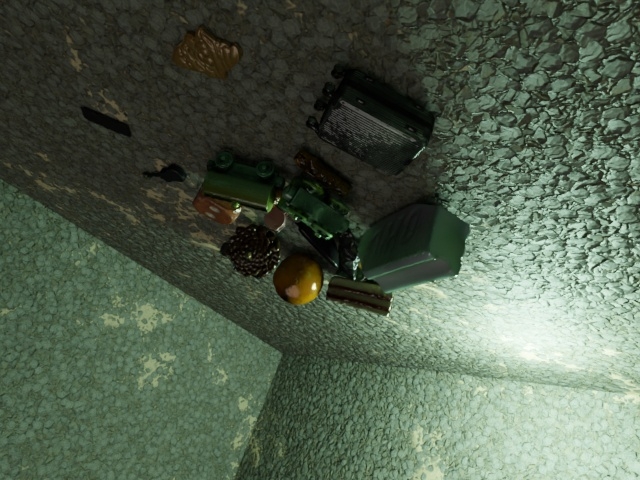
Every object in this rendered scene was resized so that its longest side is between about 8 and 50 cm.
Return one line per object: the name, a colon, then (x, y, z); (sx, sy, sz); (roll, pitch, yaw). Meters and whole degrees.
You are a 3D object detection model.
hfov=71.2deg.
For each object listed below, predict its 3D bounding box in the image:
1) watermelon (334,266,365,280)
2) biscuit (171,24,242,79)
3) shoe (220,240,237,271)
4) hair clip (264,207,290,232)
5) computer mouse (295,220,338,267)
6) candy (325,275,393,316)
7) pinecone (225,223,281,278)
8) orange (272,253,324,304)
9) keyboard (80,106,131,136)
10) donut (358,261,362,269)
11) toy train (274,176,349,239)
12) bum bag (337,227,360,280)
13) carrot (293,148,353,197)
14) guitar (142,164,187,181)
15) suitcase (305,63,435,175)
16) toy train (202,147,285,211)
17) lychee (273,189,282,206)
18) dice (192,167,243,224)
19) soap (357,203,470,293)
watermelon: (0.164, 0.152, 2.100); (0.139, 0.071, 0.187); (22, 171, -42)
biscuit: (-0.327, -0.521, 1.261); (0.250, 0.035, 0.162); (7, 145, 30)
shoe: (-0.436, 0.091, 2.322); (0.293, 0.149, 0.109); (-3, 145, 37)
hair clip: (-0.167, -0.113, 1.772); (0.123, 0.138, 0.102); (18, 148, 22)
computer mouse: (0.000, 0.000, 1.879); (0.264, 0.088, 0.147); (43, 173, 5)
candy: (0.193, 0.261, 2.141); (0.321, 0.135, 0.179); (14, 176, 16)
pinecone: (-0.299, 0.055, 2.061); (0.264, 0.264, 0.264); (17, 153, 9)
orange: (-0.106, 0.185, 2.150); (0.246, 0.246, 0.246); (17, 153, 9)
keyboard: (-0.837, -0.464, 1.746); (0.197, 0.015, 0.074); (22, 149, -2)
donut: (0.243, 0.099, 1.944); (0.152, 0.058, 0.152); (16, 152, 9)
toy train: (-0.024, -0.116, 1.612); (0.272, 0.159, 0.188); (32, -179, -20)
bum bag: (0.121, 0.057, 1.896); (0.144, 0.095, 0.340); (55, 163, 25)
carrot: (0.011, -0.225, 1.517); (0.229, 0.069, 0.069); (34, 151, -24)
guitar: (-0.691, -0.284, 1.941); (0.271, 0.038, 0.084); (1, 145, 34)
suitcase: (0.133, -0.312, 1.199); (0.312, 0.128, 0.202); (26, 153, -10)
toy train: (-0.285, -0.213, 1.612); (0.308, 0.189, 0.126); (15, 150, 9)
lychee: (-0.211, -0.177, 1.723); (0.140, 0.114, 0.101); (3, 143, 4)
dice: (-0.395, -0.175, 1.780); (0.175, 0.174, 0.179); (32, 150, -22)
soap: (0.297, 0.025, 1.548); (0.156, 0.261, 0.446); (31, 153, -18)
